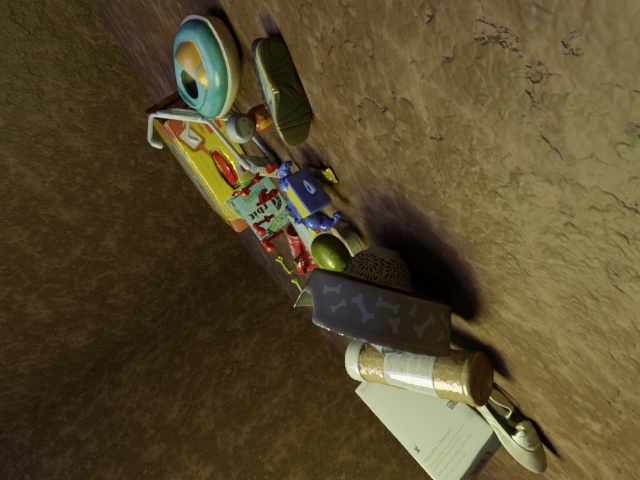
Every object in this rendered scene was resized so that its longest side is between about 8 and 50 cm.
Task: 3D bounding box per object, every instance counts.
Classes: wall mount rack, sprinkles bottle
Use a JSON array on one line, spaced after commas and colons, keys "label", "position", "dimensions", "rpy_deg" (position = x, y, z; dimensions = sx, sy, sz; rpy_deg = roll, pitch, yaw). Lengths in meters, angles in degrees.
[{"label": "wall mount rack", "position": [-0.299, -0.303, 1.236], "dimensions": [0.305, 0.130, 0.350], "rpy_deg": [12, -161, 11]}, {"label": "sprinkles bottle", "position": [0.225, 0.308, 1.046], "dimensions": [0.356, 0.121, 0.121], "rpy_deg": [-5, 125, 47]}]

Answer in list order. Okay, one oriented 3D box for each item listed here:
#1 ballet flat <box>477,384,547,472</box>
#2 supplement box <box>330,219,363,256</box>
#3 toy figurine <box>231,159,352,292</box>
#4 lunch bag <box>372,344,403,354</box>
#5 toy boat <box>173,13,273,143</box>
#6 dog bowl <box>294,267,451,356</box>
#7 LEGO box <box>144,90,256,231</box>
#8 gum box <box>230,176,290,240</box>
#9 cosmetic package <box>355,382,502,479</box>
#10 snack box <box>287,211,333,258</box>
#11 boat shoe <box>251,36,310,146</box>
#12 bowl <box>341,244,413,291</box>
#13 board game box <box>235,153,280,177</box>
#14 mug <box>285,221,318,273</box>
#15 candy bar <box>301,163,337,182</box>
[{"label": "ballet flat", "position": [0.442, 0.424, 1.007], "dimensions": [0.248, 0.086, 0.086], "rpy_deg": [48, 166, 21]}, {"label": "supplement box", "position": [0.070, -0.007, 1.194], "dimensions": [0.062, 0.036, 0.098], "rpy_deg": [28, 152, 58]}, {"label": "toy figurine", "position": [-0.048, -0.065, 1.055], "dimensions": [0.362, 0.191, 0.217], "rpy_deg": [56, 157, 7]}, {"label": "lunch bag", "position": [0.170, 0.239, 1.019], "dimensions": [0.071, 0.084, 0.053], "rpy_deg": [-167, 78, -74]}, {"label": "toy boat", "position": [-0.241, -0.363, 1.012], "dimensions": [0.318, 0.148, 0.267], "rpy_deg": [44, 149, 11]}, {"label": "dog bowl", "position": [0.119, 0.145, 0.937], "dimensions": [0.349, 0.102, 0.349], "rpy_deg": [16, 179, 0]}, {"label": "LEGO box", "position": [-0.440, -0.326, 1.714], "dimensions": [0.373, 0.193, 0.499], "rpy_deg": [35, 158, 51]}, {"label": "gum box", "position": [-0.205, -0.117, 1.558], "dimensions": [0.184, 0.157, 0.041], "rpy_deg": [57, 165, -17]}, {"label": "cosmetic package", "position": [0.314, 0.505, 1.268], "dimensions": [0.385, 0.217, 0.156], "rpy_deg": [35, 178, 44]}, {"label": "snack box", "position": [0.000, 0.000, 1.370], "dimensions": [0.175, 0.070, 0.207], "rpy_deg": [33, 156, 51]}, {"label": "boat shoe", "position": [-0.081, -0.299, 0.871], "dimensions": [0.073, 0.080, 0.223], "rpy_deg": [46, 161, 47]}, {"label": "bowl", "position": [0.139, 0.058, 0.983], "dimensions": [0.170, 0.080, 0.170], "rpy_deg": [16, 178, 1]}, {"label": "board game box", "position": [-0.183, -0.231, 1.328], "dimensions": [0.154, 0.104, 0.026], "rpy_deg": [37, 118, 48]}, {"label": "mug", "position": [-0.054, 0.023, 1.514], "dimensions": [0.150, 0.113, 0.169], "rpy_deg": [-115, 6, -45]}, {"label": "candy bar", "position": [-0.007, -0.168, 1.073], "dimensions": [0.040, 0.018, 0.161], "rpy_deg": [57, 166, -27]}]
